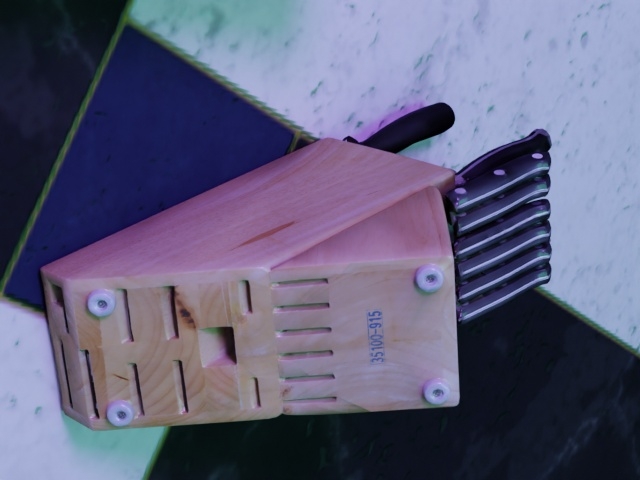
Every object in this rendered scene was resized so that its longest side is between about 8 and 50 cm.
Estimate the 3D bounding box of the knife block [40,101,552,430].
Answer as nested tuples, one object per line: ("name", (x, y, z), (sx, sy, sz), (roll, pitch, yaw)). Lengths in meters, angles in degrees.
("knife block", (0.000, 0.000, 0.840), (0.275, 0.242, 0.088), (-4, 115, 0))
